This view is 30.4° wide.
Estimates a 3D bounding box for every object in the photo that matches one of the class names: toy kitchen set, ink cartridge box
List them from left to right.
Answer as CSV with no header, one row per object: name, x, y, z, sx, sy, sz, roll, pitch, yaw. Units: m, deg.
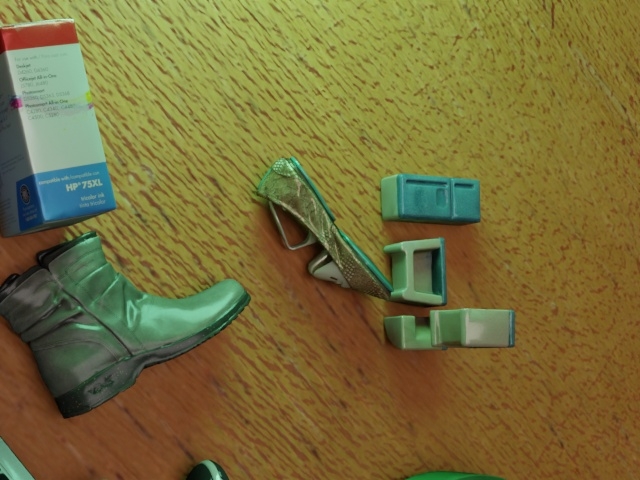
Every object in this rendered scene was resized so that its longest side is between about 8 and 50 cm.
ink cartridge box,-0.278,-0.127,1.135,0.078,0.134,0.231,-13,91,-32
toy kitchen set,0.166,0.022,1.359,0.122,0.166,0.207,2,83,-30

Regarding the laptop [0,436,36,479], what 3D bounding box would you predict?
laptop,-0.357,0.094,0.924,0.382,0.408,0.236,4,121,-55

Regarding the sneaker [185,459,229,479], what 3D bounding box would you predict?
sneaker,-0.168,0.321,1.175,0.097,0.084,0.235,31,70,-23

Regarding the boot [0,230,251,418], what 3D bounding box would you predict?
boot,-0.197,0.056,1.196,0.246,0.083,0.161,-30,94,-31

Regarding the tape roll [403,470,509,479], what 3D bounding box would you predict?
tape roll,0.157,0.427,1.346,0.321,0.077,0.321,5,81,-34

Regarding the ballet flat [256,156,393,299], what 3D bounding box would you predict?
ballet flat,0.000,0.000,1.334,0.067,0.073,0.206,-38,102,0
